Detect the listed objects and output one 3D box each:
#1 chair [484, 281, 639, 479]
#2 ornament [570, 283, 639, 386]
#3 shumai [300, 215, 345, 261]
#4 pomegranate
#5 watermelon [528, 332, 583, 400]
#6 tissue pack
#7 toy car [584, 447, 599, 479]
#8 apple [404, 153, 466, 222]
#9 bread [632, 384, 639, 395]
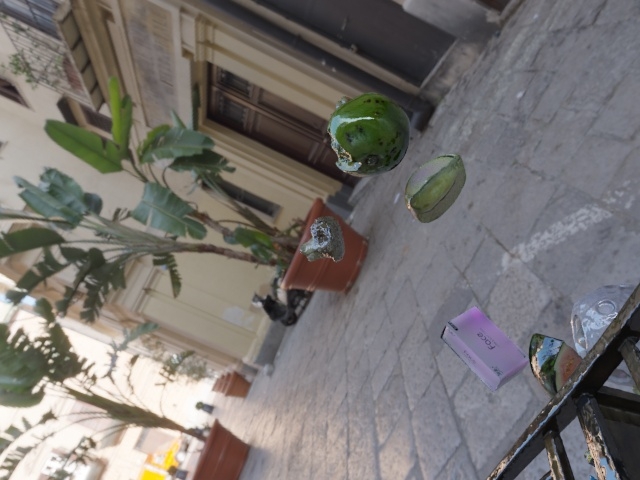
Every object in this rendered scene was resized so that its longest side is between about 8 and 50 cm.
[{"bbox_3d":[0.371,0.252,0.469,0.203,0.240,0.416,-74,-1,-57],"label":"chair"},{"bbox_3d":[1.010,0.309,1.530,0.337,0.337,0.337,-155,90,-83],"label":"ornament"},{"bbox_3d":[0.001,0.004,1.278,0.116,0.146,0.145,-17,25,14],"label":"shumai"},{"bbox_3d":[0.123,-0.315,1.309,0.236,0.235,0.302,-61,31,34],"label":"pomegranate"},{"bbox_3d":[0.589,0.334,1.193,0.145,0.137,0.193,-63,-14,-9],"label":"watermelon"},{"bbox_3d":[0.540,0.350,1.535,0.148,0.246,0.093,-24,-40,-24],"label":"tissue pack"},{"bbox_3d":[0.940,0.764,1.553,0.098,0.126,0.161,-65,-17,-9],"label":"toy car"},{"bbox_3d":[0.385,-0.171,1.603,0.265,0.193,0.120,-42,44,-14],"label":"apple"},{"bbox_3d":[0.716,0.263,0.808,0.252,0.239,0.196,-35,3,-8],"label":"bread"}]
